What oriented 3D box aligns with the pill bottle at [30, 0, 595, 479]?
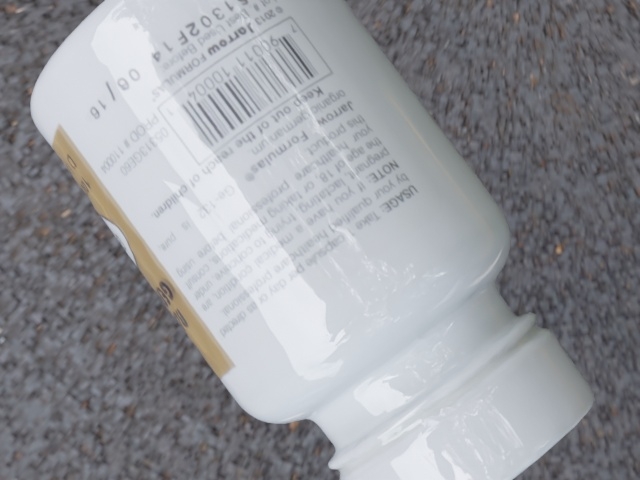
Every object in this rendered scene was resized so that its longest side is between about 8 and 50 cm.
[{"bbox_3d":[0.000,0.000,0.552,0.131,0.131,0.229,-38,85,16],"label":"pill bottle"}]
